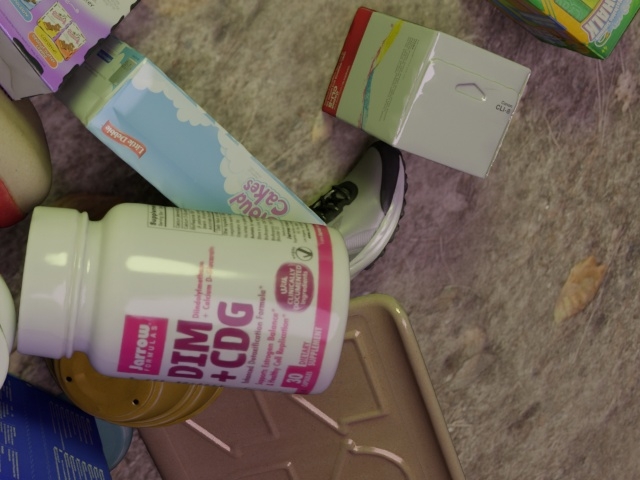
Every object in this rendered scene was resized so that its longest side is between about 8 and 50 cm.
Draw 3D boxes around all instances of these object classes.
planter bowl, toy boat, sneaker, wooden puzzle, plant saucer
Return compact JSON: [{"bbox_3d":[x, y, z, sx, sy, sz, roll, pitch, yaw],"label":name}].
[{"bbox_3d":[-0.203,0.115,1.231,0.217,0.090,0.217,4,111,11],"label":"planter bowl"},{"bbox_3d":[-0.357,-0.102,1.121,0.151,0.151,0.231,-32,120,7],"label":"toy boat"},{"bbox_3d":[0.000,0.000,1.347,0.108,0.100,0.271,34,91,-26],"label":"sneaker"},{"bbox_3d":[-0.026,0.214,1.352,0.348,0.080,0.322,-12,117,17],"label":"wooden puzzle"},{"bbox_3d":[-0.262,0.221,1.341,0.119,0.021,0.119,-8,110,-23],"label":"plant saucer"}]

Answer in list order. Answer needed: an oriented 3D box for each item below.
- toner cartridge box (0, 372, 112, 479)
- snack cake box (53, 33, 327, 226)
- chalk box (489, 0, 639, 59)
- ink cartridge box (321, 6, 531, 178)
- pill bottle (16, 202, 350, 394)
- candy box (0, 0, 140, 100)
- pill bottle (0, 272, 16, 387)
[{"bbox_3d":[-0.281,0.211,1.123,0.165,0.348,0.075,31,91,-18],"label":"toner cartridge box"},{"bbox_3d":[-0.130,-0.082,1.222,0.089,0.152,0.264,-49,121,-3],"label":"snack cake box"},{"bbox_3d":[0.281,-0.293,1.356,0.213,0.132,0.132,28,95,-30],"label":"chalk box"},{"bbox_3d":[0.109,-0.160,1.294,0.128,0.176,0.127,16,100,-29],"label":"ink cartridge box"},{"bbox_3d":[-0.126,0.051,1.113,0.283,0.160,0.160,6,105,-11],"label":"pill bottle"},{"bbox_3d":[-0.252,-0.254,1.106,0.165,0.070,0.196,55,53,-29],"label":"candy box"},{"bbox_3d":[-0.359,0.059,1.092,0.152,0.272,0.152,-9,111,-23],"label":"pill bottle"}]
